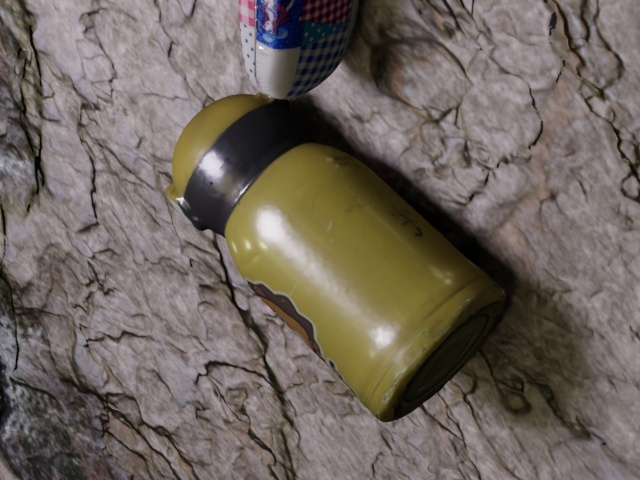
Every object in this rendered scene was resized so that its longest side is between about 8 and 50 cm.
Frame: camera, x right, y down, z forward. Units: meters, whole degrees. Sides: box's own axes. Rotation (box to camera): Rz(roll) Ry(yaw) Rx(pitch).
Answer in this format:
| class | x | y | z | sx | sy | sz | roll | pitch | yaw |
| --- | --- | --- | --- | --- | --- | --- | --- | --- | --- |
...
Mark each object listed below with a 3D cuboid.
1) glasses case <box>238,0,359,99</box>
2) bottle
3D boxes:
| class | x | y | z | sx | sy | sz | roll | pitch | yaw |
| --- | --- | --- | --- | --- | --- | --- | --- | --- | --- |
| glasses case | -0.015 | -0.275 | 1.510 | 0.076 | 0.125 | 0.327 | 28 | 133 | 31 |
| bottle | 0.000 | 0.000 | 1.654 | 0.351 | 0.171 | 0.171 | 43 | 139 | 19 |
